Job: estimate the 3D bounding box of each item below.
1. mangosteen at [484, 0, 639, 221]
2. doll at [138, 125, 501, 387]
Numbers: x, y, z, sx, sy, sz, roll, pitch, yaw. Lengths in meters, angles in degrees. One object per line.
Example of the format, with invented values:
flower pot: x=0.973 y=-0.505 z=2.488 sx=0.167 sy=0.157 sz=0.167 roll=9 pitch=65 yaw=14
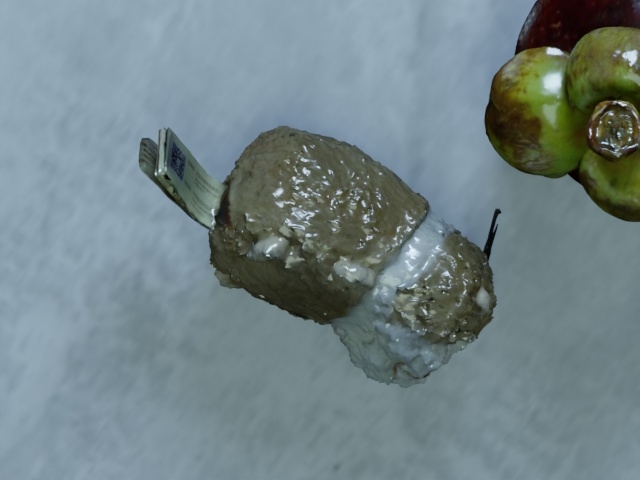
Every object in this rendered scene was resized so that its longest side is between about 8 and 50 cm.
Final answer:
mangosteen: x=0.176 y=-0.071 z=1.046 sx=0.156 sy=0.181 sz=0.146 roll=-27 pitch=126 yaw=26
doll: x=-0.004 y=-0.001 z=1.102 sx=0.221 sy=0.105 sz=0.115 roll=25 pitch=70 yaw=-10
